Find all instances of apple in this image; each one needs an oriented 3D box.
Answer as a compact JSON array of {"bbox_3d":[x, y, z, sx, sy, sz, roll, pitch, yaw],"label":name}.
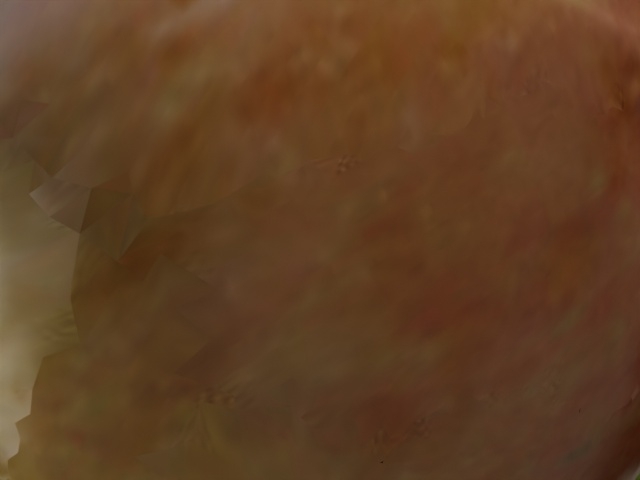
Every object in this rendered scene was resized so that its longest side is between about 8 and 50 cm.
[{"bbox_3d":[-0.065,-0.016,0.553,0.391,0.391,0.346,-47,0,43],"label":"apple"}]
